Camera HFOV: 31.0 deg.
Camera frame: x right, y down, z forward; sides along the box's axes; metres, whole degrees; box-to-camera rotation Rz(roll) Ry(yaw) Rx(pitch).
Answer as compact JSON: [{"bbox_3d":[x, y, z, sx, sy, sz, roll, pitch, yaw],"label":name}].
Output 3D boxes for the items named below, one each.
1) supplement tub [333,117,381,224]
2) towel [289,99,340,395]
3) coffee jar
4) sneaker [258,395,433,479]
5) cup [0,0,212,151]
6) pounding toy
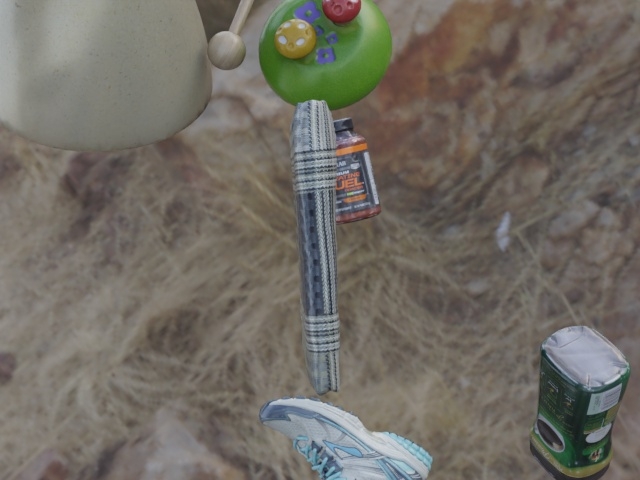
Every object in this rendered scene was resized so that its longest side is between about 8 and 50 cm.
[{"bbox_3d":[0.048,-0.136,2.246,0.106,0.198,0.106,-14,4,1],"label":"supplement tub"},{"bbox_3d":[0.000,0.000,1.327,0.056,0.312,0.324,-4,4,-3],"label":"towel"},{"bbox_3d":[0.285,0.189,1.286,0.079,0.184,0.096,-22,45,-22],"label":"coffee jar"},{"bbox_3d":[0.031,0.332,1.780,0.110,0.283,0.122,118,174,-66],"label":"sneaker"},{"bbox_3d":[-0.307,-0.312,1.555,0.331,0.237,0.331,4,42,-4],"label":"cup"},{"bbox_3d":[-0.024,-0.283,1.527,0.236,0.110,0.183,21,76,13],"label":"pounding toy"}]
